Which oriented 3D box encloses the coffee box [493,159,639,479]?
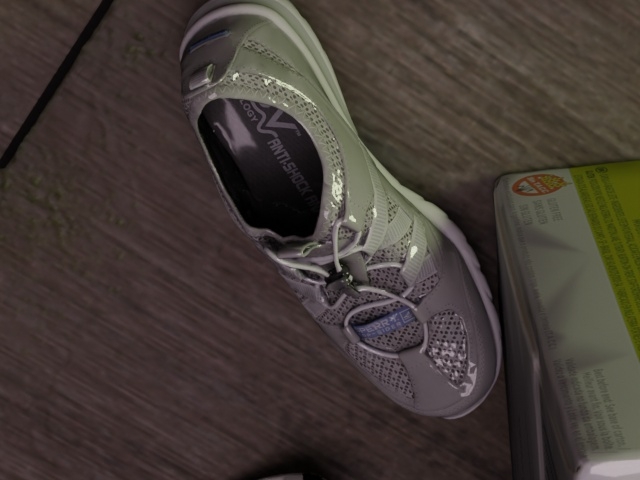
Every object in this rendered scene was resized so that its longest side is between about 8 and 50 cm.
[{"bbox_3d":[0.285,0.162,1.037,0.334,0.338,0.338,-6,114,1],"label":"coffee box"}]

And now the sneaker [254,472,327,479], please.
[{"bbox_3d":[-0.047,0.313,1.222,0.323,0.130,0.236,-41,118,10],"label":"sneaker"}]

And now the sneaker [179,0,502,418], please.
[{"bbox_3d":[0.000,0.000,1.073,0.105,0.115,0.281,-29,108,25],"label":"sneaker"}]
